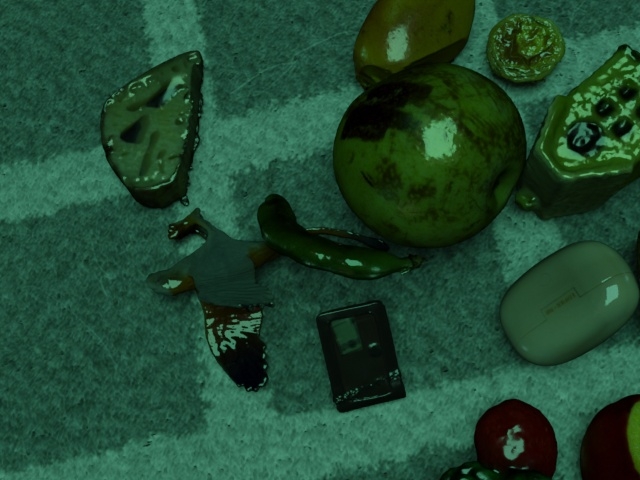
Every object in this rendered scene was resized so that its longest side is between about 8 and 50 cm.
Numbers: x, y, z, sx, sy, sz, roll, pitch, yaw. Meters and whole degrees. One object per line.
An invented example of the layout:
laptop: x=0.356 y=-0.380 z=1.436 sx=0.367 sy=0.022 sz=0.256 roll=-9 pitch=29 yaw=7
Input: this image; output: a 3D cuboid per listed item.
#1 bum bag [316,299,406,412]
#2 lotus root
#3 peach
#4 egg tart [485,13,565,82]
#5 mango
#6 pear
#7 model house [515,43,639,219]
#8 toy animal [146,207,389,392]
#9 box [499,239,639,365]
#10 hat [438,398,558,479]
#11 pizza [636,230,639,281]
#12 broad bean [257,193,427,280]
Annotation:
bum bag: x=0.059 y=0.171 z=1.237 sx=0.109 sy=0.026 sz=0.159 roll=-12 pitch=99 yaw=2
lotus root: x=-0.277 y=-0.183 z=1.379 sx=0.170 sy=0.074 sz=0.260 roll=-4 pitch=73 yaw=7
peach: x=0.440 y=0.299 z=1.108 sx=0.190 sy=0.192 sz=0.190 roll=0 pitch=83 yaw=-3
egg tart: x=0.332 y=-0.306 z=1.363 sx=0.130 sy=0.052 sz=0.130 roll=-1 pitch=72 yaw=5
mango: x=0.159 y=-0.346 z=1.355 sx=0.154 sy=0.126 sz=0.252 roll=41 pitch=80 yaw=3
pear: x=0.153 y=-0.126 z=1.219 sx=0.283 sy=0.283 sz=0.283 roll=-1 pitch=74 yaw=5
model house: x=0.400 y=-0.129 z=1.234 sx=0.234 sy=0.193 sz=0.175 roll=-41 pitch=77 yaw=-7
toy animal: x=-0.100 y=0.022 z=1.278 sx=0.302 sy=0.225 sz=0.284 roll=35 pitch=61 yaw=25
box: x=0.353 y=0.090 z=1.199 sx=0.200 sy=0.088 sz=0.146 roll=-40 pitch=57 yaw=21
hat: x=0.234 y=0.373 z=1.116 sx=0.274 sy=0.242 sz=0.332 roll=22 pitch=52 yaw=-11
pizza: x=0.495 y=0.080 z=1.203 sx=0.062 sy=0.188 sz=0.199 roll=-7 pitch=104 yaw=25
broad bean: x=0.000 y=0.000 z=1.206 sx=0.292 sy=0.144 sz=0.049 roll=22 pitch=115 yaw=30
